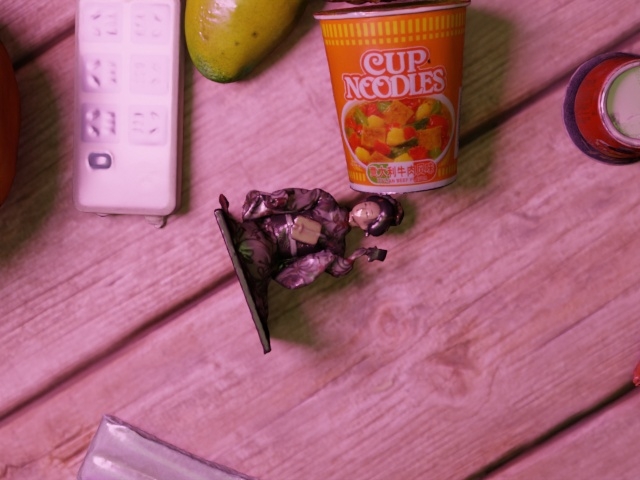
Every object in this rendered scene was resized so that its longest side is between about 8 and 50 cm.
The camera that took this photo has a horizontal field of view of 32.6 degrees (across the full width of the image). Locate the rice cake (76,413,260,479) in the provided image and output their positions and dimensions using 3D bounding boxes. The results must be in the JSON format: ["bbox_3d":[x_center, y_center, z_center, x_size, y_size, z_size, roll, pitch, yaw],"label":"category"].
[{"bbox_3d":[-0.158,0.274,1.227,0.226,0.040,0.085,23,95,2],"label":"rice cake"}]

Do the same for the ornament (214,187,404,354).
[{"bbox_3d":[0.000,0.000,1.157,0.196,0.153,0.166,-21,93,-5],"label":"ornament"}]

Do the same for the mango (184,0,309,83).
[{"bbox_3d":[-0.080,-0.250,1.157,0.119,0.100,0.178,27,102,-1],"label":"mango"}]

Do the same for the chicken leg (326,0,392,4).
[{"bbox_3d":[0.114,-0.378,1.117,0.361,0.140,0.211,-49,119,-10],"label":"chicken leg"}]

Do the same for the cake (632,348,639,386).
[{"bbox_3d":[0.425,0.058,1.152,0.135,0.098,0.287,11,99,4],"label":"cake"}]

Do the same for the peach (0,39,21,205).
[{"bbox_3d":[-0.470,-0.122,1.090,0.343,0.302,0.342,-6,106,-22],"label":"peach"}]

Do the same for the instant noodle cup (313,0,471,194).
[{"bbox_3d":[0.079,-0.149,1.132,0.168,0.168,0.185,-3,104,4],"label":"instant noodle cup"}]

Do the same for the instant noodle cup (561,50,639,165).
[{"bbox_3d":[0.318,-0.137,1.120,0.127,0.135,0.127,0,95,4],"label":"instant noodle cup"}]

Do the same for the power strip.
[{"bbox_3d":[-0.209,-0.148,1.198,0.118,0.046,0.270,2,95,3],"label":"power strip"}]
